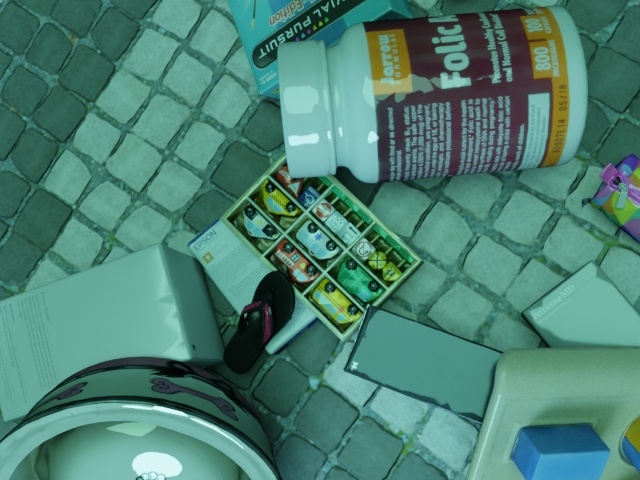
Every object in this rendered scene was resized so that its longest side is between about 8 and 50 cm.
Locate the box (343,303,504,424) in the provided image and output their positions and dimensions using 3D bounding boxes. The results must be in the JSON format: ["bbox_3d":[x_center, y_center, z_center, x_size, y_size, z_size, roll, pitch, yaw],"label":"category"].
[{"bbox_3d":[0.180,0.182,1.103,0.261,0.184,0.103,19,86,13],"label":"box"}]

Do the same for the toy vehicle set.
[{"bbox_3d":[0.000,0.000,1.193,0.267,0.035,0.166,44,90,15],"label":"toy vehicle set"}]

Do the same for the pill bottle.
[{"bbox_3d":[0.144,-0.197,1.116,0.393,0.224,0.223,-5,81,0],"label":"pill bottle"}]

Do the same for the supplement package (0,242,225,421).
[{"bbox_3d":[-0.319,0.143,1.209,0.293,0.175,0.177,-19,77,8],"label":"supplement package"}]

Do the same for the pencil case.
[{"bbox_3d":[0.485,-0.020,1.118,0.236,0.104,0.104,41,91,13],"label":"pencil case"}]

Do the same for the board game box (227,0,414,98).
[{"bbox_3d":[-0.032,-0.428,1.240,0.254,0.079,0.335,-27,76,31],"label":"board game box"}]

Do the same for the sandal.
[{"bbox_3d":[-0.094,0.126,1.180,0.067,0.040,0.179,37,109,20],"label":"sandal"}]

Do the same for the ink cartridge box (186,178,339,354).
[{"bbox_3d":[-0.056,0.023,1.243,0.223,0.045,0.224,-40,76,2],"label":"ink cartridge box"}]

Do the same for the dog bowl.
[{"bbox_3d":[-0.243,0.335,1.095,0.408,0.150,0.407,-1,117,-2],"label":"dog bowl"}]

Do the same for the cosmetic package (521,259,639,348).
[{"bbox_3d":[0.399,0.154,1.107,0.127,0.107,0.238,-41,80,6],"label":"cosmetic package"}]

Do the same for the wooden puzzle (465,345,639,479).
[{"bbox_3d":[0.331,0.298,0.977,0.322,0.080,0.347,2,112,-17],"label":"wooden puzzle"}]
